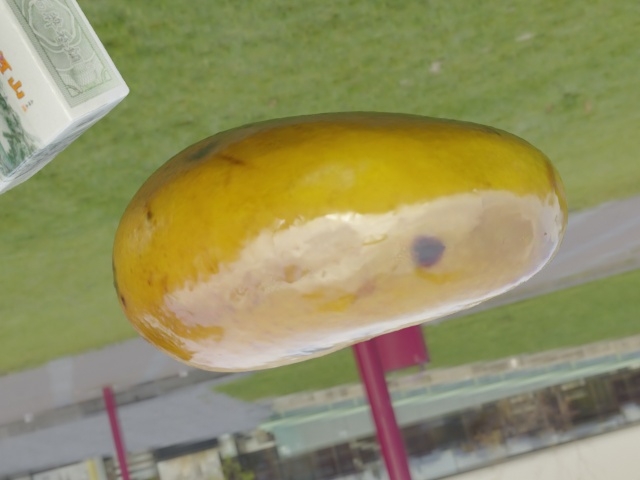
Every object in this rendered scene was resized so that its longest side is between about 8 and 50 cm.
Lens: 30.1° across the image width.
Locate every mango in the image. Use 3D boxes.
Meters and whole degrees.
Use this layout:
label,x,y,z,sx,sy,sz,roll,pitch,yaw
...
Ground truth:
label,x,y,z,sx,sy,sz,roll,pitch,yaw
mango,-0.003,0.000,0.434,0.178,0.090,0.115,-12,169,44

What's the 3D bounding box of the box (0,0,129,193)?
label,x,y,z,sx,sy,sz,roll,pitch,yaw
box,-0.094,-0.047,0.346,0.024,0.054,0.083,-31,-176,-38
